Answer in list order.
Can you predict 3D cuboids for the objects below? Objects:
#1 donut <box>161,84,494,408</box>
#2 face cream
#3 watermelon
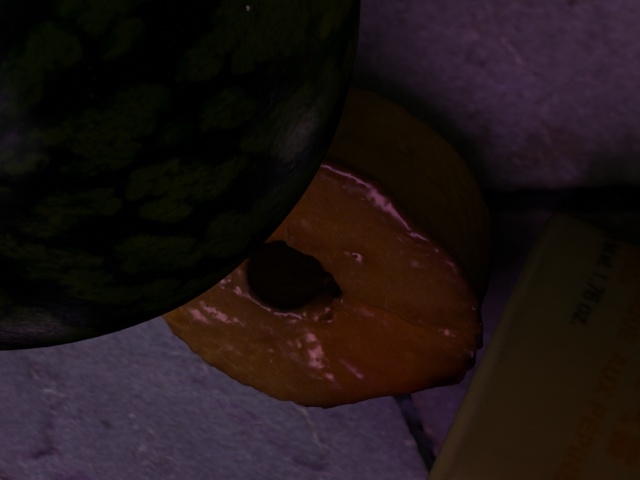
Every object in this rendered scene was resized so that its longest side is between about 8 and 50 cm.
[{"bbox_3d":[-0.001,-0.001,0.920,0.174,0.074,0.190,37,143,-11],"label":"donut"},{"bbox_3d":[0.139,0.119,0.853,0.179,0.218,0.218,24,138,6],"label":"face cream"},{"bbox_3d":[-0.122,-0.101,0.738,0.285,0.285,0.285,15,137,15],"label":"watermelon"}]
